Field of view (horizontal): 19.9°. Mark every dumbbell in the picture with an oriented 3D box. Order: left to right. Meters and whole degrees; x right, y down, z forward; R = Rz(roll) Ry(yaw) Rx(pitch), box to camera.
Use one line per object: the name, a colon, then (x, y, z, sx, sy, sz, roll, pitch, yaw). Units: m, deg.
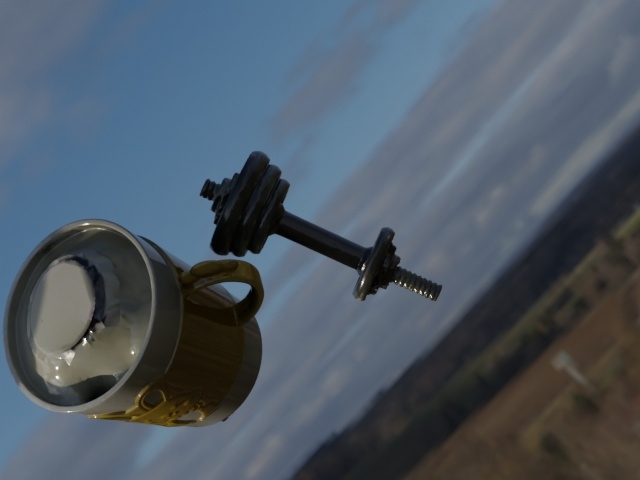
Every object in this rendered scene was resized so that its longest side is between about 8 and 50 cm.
dumbbell: (0.000, 0.000, 1.777, 0.110, 0.254, 0.110, 25, -90, -89)

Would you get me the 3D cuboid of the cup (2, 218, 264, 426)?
cup: (-0.153, 0.083, 1.765, 0.241, 0.185, 0.226, -25, -27, 23)
